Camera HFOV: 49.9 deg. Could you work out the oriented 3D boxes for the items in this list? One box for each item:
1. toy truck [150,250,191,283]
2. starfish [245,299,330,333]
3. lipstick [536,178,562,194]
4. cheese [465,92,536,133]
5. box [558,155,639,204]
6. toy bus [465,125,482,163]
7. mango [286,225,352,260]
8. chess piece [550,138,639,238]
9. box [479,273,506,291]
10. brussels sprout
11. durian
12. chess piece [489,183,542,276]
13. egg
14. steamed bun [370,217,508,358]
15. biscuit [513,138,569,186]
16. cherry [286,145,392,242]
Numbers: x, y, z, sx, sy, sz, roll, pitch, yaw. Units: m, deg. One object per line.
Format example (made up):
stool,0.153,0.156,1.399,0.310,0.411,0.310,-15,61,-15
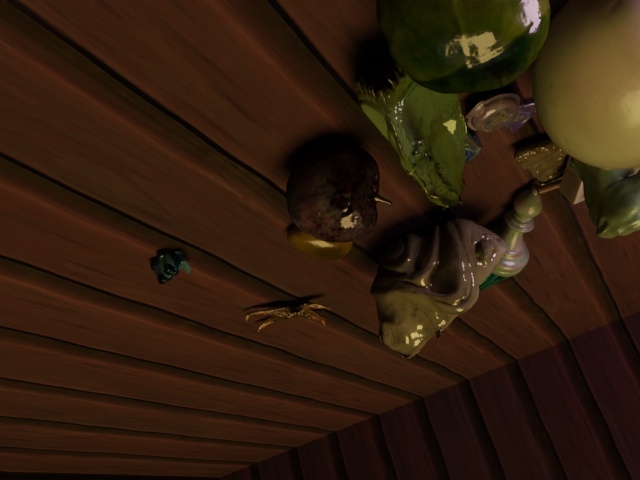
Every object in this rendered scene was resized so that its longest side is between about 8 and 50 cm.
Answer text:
toy truck,-0.322,0.056,1.519,0.090,0.056,0.073,-5,147,-48
starfish,-0.095,0.212,1.951,0.247,0.050,0.138,-2,151,-13
lipstick,0.556,-0.131,1.618,0.094,0.019,0.019,-20,153,1
cheese,0.355,-0.248,1.340,0.190,0.042,0.105,-5,150,-39
box,0.648,-0.177,1.557,0.201,0.058,0.141,-20,141,-17
toy bus,0.271,-0.206,1.365,0.061,0.051,0.153,-35,148,21
mango,0.000,0.000,1.574,0.160,0.076,0.103,11,150,-29
chess piece,0.577,-0.157,1.362,0.175,0.298,0.176,-12,154,-6
box,0.454,0.105,2.062,0.160,0.042,0.226,-30,150,26
brussels sprout,0.212,-0.310,0.980,0.219,0.210,0.271,-24,168,24
durian,0.187,-0.188,1.177,0.163,0.198,0.394,-31,141,11
chess piece,0.502,-0.041,1.754,0.139,0.139,0.272,-7,140,-19
egg,0.486,-0.268,1.113,0.282,0.283,0.345,-26,150,18
steamed bun,0.258,0.084,1.705,0.394,0.237,0.346,-47,176,-4
biscuit,0.544,-0.184,1.574,0.141,0.038,0.289,-30,152,25
cherry,0.026,-0.085,1.305,0.195,0.195,0.195,-13,153,-7
